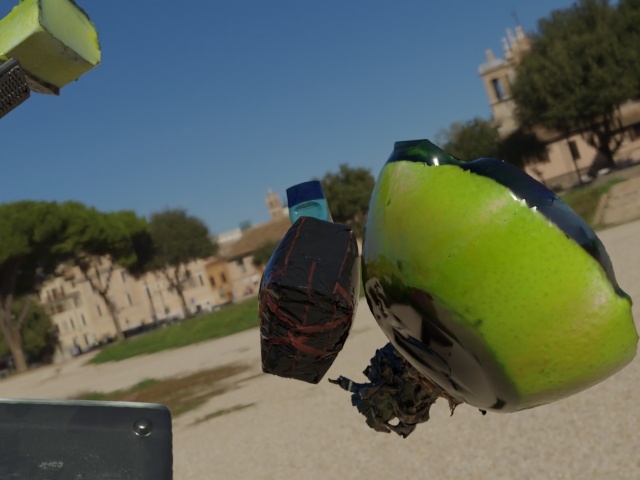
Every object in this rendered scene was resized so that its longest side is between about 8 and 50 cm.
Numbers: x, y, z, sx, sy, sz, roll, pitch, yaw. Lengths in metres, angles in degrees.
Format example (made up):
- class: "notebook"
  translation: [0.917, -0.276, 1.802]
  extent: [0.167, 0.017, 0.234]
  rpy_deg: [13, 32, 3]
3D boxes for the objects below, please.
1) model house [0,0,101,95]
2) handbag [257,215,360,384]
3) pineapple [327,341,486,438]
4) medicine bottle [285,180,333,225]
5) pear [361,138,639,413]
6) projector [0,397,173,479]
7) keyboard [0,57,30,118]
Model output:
- class: "model house"
  translation: [-0.614, -0.419, 1.950]
  extent: [0.211, 0.170, 0.194]
  rpy_deg: [-29, -31, 20]
- class: "handbag"
  translation: [-0.020, 0.097, 1.381]
  extent: [0.155, 0.215, 0.169]
  rpy_deg: [10, 38, 0]
- class: "pineapple"
  translation: [0.159, 0.228, 1.506]
  extent: [0.262, 0.263, 0.272]
  rpy_deg: [-14, -26, -50]
- class: "medicine bottle"
  translation: [0.000, 0.000, 1.866]
  extent: [0.079, 0.124, 0.258]
  rpy_deg: [-16, -42, 5]
- class: "pear"
  translation: [0.178, 0.072, 1.106]
  extent: [0.165, 0.399, 0.399]
  rpy_deg: [-42, 5, -17]
- class: "projector"
  translation: [-0.430, 0.463, 1.411]
  extent: [0.394, 0.405, 0.242]
  rpy_deg: [5, -50, -12]
- class: "keyboard"
  translation: [-0.641, -0.257, 1.724]
  extent: [0.025, 0.094, 0.230]
  rpy_deg: [13, 44, 23]
